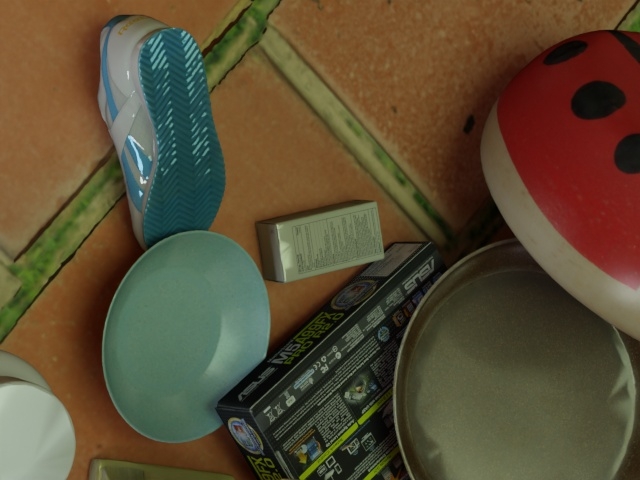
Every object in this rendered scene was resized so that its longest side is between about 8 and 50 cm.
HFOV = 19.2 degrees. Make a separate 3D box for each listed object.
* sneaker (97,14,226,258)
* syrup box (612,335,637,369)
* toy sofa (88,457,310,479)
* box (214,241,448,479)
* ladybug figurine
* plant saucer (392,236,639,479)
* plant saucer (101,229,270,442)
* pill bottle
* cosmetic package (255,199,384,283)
[{"bbox_3d":[-0.145,-0.092,1.678,0.087,0.092,0.228,-19,122,-31],"label":"sneaker"},{"bbox_3d":[0.333,0.089,1.938,0.093,0.096,0.237,30,91,-29],"label":"syrup box"},{"bbox_3d":[-0.064,0.282,1.583,0.150,0.362,0.177,10,81,-32],"label":"toy sofa"},{"bbox_3d":[0.052,0.162,1.803,0.270,0.060,0.216,-42,115,-30],"label":"box"},{"bbox_3d":[0.326,-0.060,1.774,0.305,0.449,0.162,-13,133,-29],"label":"ladybug figurine"},{"bbox_3d":[0.202,0.152,1.810,0.311,0.050,0.310,2,84,-21],"label":"plant saucer"},{"bbox_3d":[-0.129,0.085,1.707,0.195,0.037,0.195,-9,104,-42],"label":"plant saucer"},{"bbox_3d":[-0.289,0.148,1.503,0.136,0.246,0.136,-2,94,-31],"label":"pill bottle"},{"bbox_3d":[0.000,0.000,1.792,0.115,0.041,0.060,-11,99,-30],"label":"cosmetic package"}]
